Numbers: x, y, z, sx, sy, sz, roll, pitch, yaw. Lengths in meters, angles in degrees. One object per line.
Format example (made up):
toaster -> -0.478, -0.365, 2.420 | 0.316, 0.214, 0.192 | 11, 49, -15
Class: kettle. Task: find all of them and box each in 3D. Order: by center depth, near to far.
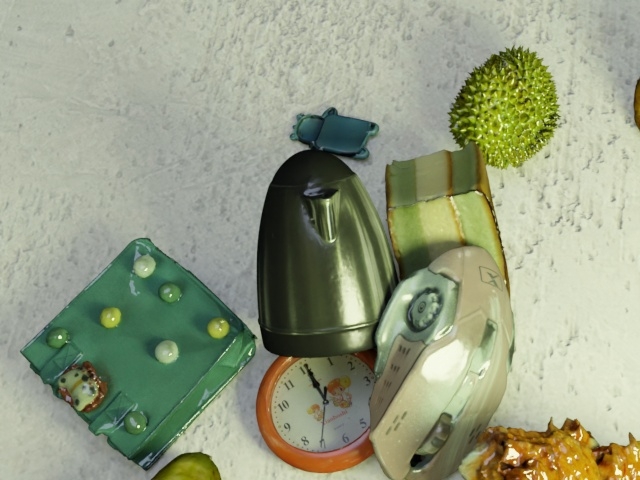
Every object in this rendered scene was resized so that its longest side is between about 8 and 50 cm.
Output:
kettle -> 0.011, 0.002, 1.966 | 0.207, 0.251, 0.271 | -2, 104, 26

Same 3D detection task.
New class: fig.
fig -> -0.188, 0.360, 1.900 | 0.154, 0.144, 0.165 | 20, 38, -15

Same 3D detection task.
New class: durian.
durian -> 0.286, -0.204, 2.113 | 0.159, 0.146, 0.198 | 27, 72, 21

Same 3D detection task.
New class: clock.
clock -> 0.009, 0.230, 1.981 | 0.205, 0.051, 0.205 | -5, 61, 10

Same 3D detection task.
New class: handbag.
handbag -> -0.264, 0.155, 2.048 | 0.274, 0.100, 0.269 | -43, 63, -14

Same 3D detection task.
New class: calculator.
calculator -> 0.019, -0.168, 2.219 | 0.141, 0.019, 0.094 | 13, 64, 19

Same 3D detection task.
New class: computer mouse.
computer mouse -> 0.165, 0.192, 1.884 | 0.115, 0.199, 0.389 | 6, 75, 60

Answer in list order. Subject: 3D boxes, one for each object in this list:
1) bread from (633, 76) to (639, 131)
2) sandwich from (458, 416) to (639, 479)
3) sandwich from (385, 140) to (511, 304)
bread -> 0.595, -0.225, 2.037 | 0.246, 0.195, 0.176 | -36, 57, -9
sandwich -> 0.294, 0.335, 1.782 | 0.162, 0.301, 0.250 | -11, 50, 59
sandwich -> 0.188, -0.003, 2.049 | 0.155, 0.227, 0.198 | -11, 24, 7
